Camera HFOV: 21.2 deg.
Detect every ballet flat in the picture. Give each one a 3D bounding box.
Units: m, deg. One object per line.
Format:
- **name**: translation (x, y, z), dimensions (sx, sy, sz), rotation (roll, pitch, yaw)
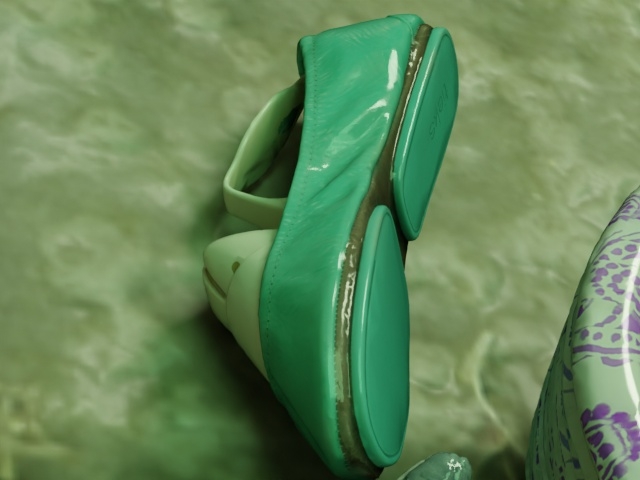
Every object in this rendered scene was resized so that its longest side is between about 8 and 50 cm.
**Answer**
- **ballet flat**: translation (0.000, 0.000, 0.680), dimensions (0.087, 0.083, 0.247), rotation (-4, 42, 16)

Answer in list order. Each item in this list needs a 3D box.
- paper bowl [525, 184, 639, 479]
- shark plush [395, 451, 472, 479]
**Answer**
- **paper bowl**: translation (0.213, 0.098, 0.608), dimensions (0.284, 0.148, 0.284), rotation (6, 48, -6)
- **shark plush**: translation (-0.003, 0.134, 0.543), dimensions (0.073, 0.067, 0.161), rotation (50, 48, -8)
